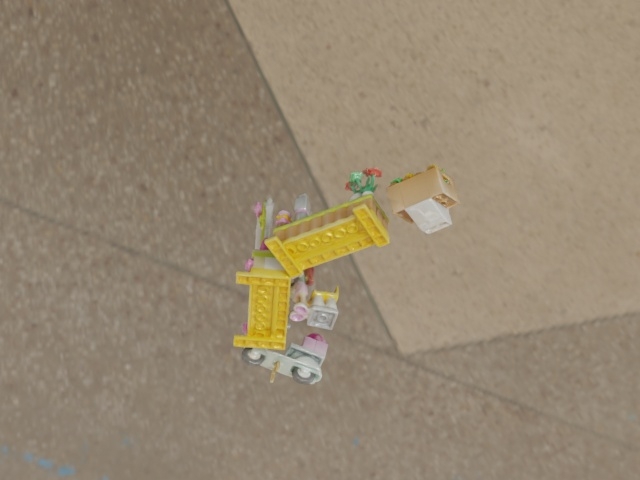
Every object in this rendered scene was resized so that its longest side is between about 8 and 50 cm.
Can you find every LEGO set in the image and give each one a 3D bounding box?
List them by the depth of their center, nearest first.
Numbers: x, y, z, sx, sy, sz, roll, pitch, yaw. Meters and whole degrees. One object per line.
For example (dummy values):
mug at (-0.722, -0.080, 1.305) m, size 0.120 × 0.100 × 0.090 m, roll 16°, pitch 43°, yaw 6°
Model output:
LEGO set at (0.000, 0.000, 1.137) m, size 0.132 × 0.107 × 0.287 m, roll 21°, pitch 131°, yaw -17°
